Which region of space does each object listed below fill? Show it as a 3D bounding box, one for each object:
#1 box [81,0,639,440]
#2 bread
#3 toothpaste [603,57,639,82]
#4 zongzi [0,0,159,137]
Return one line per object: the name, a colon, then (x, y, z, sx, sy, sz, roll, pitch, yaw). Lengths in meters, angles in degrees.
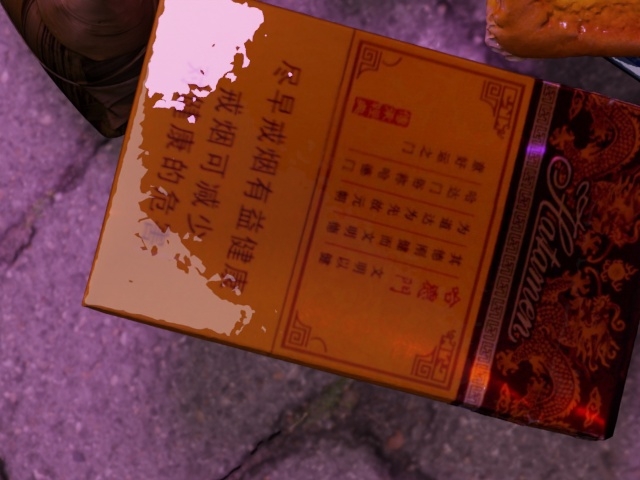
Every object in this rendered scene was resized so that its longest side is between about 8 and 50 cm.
box: (0.050, -0.018, 0.912, 0.416, 0.116, 0.264, 14, 86, -5)
bread: (0.260, -0.215, 0.850, 0.288, 0.119, 0.152, -2, 131, -4)
toothpaste: (0.236, -0.174, 0.953, 0.272, 0.066, 0.053, 38, 106, 13)
zongzi: (-0.222, -0.253, 0.986, 0.145, 0.300, 0.274, -35, 80, -6)
